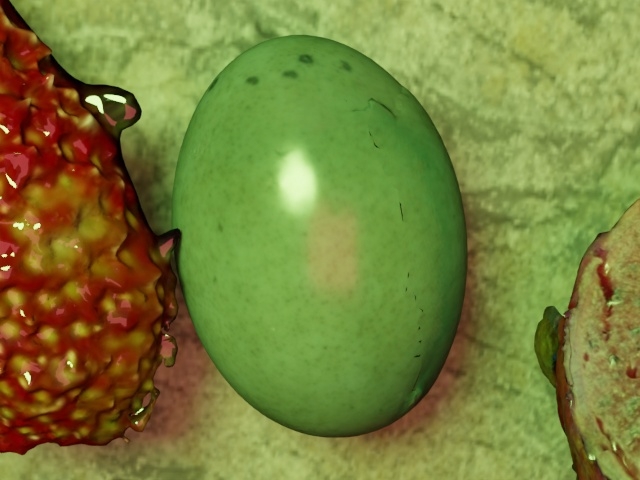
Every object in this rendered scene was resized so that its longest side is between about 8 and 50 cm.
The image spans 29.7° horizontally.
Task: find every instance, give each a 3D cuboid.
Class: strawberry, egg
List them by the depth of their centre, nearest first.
[{"bbox_3d":[-0.199,-0.018,0.607,0.306,0.138,0.233,36,97,1],"label":"strawberry"},{"bbox_3d":[0.000,0.000,0.695,0.169,0.169,0.237,-11,111,-7],"label":"egg"}]

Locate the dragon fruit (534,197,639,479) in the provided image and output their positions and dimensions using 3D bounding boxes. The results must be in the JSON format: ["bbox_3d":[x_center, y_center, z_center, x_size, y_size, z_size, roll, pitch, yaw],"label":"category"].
[{"bbox_3d":[0.282,0.128,0.767,0.314,0.296,0.263,-30,146,-3],"label":"dragon fruit"}]
